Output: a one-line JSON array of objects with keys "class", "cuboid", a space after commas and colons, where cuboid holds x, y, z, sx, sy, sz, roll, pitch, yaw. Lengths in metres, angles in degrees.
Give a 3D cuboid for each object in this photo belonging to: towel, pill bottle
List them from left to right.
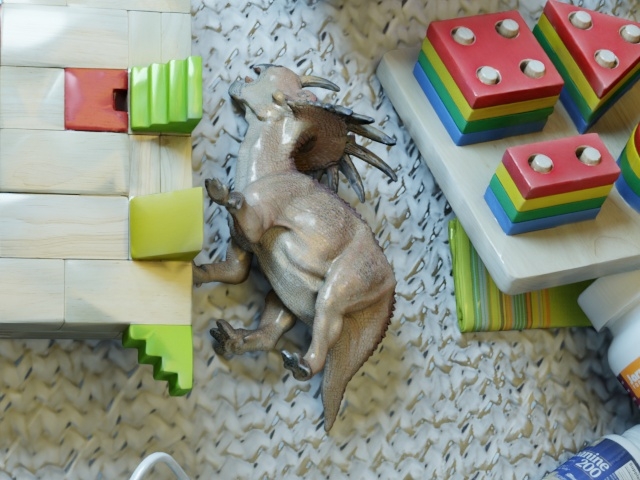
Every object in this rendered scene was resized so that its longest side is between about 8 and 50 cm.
[{"class": "towel", "cuboid": [0.222, 0.028, 1.739, 0.237, 0.021, 0.102, -1, 86, -26]}, {"class": "pill bottle", "cuboid": [0.244, 0.209, 1.684, 0.120, 0.067, 0.067, -30, 93, -27]}, {"class": "pill bottle", "cuboid": [0.323, 0.112, 1.671, 0.121, 0.121, 0.221, -29, 77, -26]}]

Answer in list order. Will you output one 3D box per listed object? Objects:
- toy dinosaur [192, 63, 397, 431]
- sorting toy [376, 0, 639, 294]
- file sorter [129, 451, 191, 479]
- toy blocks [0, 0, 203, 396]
[{"class": "toy dinosaur", "cuboid": [0.000, 0.000, 1.589, 0.200, 0.127, 0.295, -31, 99, -33]}, {"class": "sorting toy", "cuboid": [0.219, -0.099, 1.658, 0.255, 0.089, 0.257, -10, 54, -26]}, {"class": "file sorter", "cuboid": [-0.028, 0.297, 1.403, 0.193, 0.278, 0.173, -60, 150, -21]}, {"class": "toy blocks", "cuboid": [-0.233, -0.073, 1.480, 0.261, 0.191, 0.381, 2, 79, -13]}]
